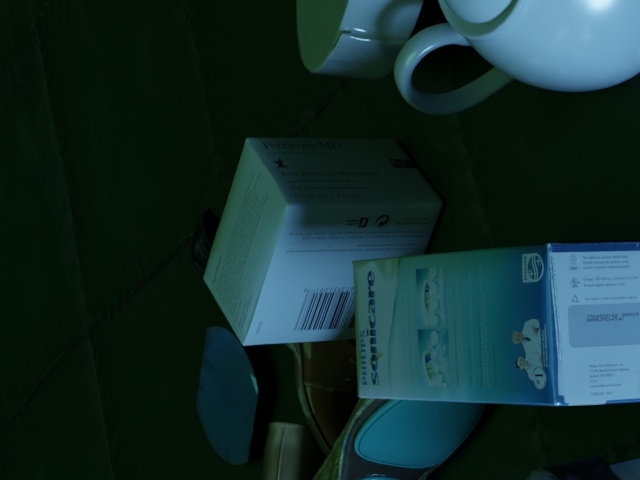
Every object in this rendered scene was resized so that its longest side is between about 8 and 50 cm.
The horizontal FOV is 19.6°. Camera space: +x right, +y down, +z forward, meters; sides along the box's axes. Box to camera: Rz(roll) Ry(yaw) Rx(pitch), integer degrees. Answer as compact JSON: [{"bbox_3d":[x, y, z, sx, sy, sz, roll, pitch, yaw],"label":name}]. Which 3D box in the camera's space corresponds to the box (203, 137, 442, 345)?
[{"bbox_3d":[0.000,0.000,1.886,0.119,0.181,0.182,56,137,44],"label":"box"}]

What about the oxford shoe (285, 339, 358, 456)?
[{"bbox_3d":[0.017,0.148,1.987,0.076,0.076,0.212,-18,84,19],"label":"oxford shoe"}]

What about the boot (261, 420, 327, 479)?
[{"bbox_3d":[-0.028,0.355,2.045,0.236,0.089,0.269,80,-165,-72],"label":"boot"}]

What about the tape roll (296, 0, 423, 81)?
[{"bbox_3d":[0.048,-0.346,1.775,0.392,0.072,0.392,-174,90,-79],"label":"tape roll"}]

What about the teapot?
[{"bbox_3d":[0.175,-0.239,1.556,0.252,0.187,0.256,1,93,61],"label":"teapot"}]

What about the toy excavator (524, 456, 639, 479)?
[{"bbox_3d":[0.245,0.339,1.462,0.433,0.222,0.445,-128,37,-49],"label":"toy excavator"}]

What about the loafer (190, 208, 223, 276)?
[{"bbox_3d":[-0.097,0.018,2.171,0.223,0.076,0.078,-149,54,-61],"label":"loafer"}]

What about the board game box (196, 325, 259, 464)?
[{"bbox_3d":[-0.099,0.185,2.233,0.133,0.033,0.169,43,133,46],"label":"board game box"}]

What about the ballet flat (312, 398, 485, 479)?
[{"bbox_3d":[0.066,0.197,1.859,0.123,0.123,0.348,64,143,37],"label":"ballet flat"}]

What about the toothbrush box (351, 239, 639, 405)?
[{"bbox_3d":[0.190,0.068,1.513,0.295,0.216,0.126,-9,83,62],"label":"toothbrush box"}]
